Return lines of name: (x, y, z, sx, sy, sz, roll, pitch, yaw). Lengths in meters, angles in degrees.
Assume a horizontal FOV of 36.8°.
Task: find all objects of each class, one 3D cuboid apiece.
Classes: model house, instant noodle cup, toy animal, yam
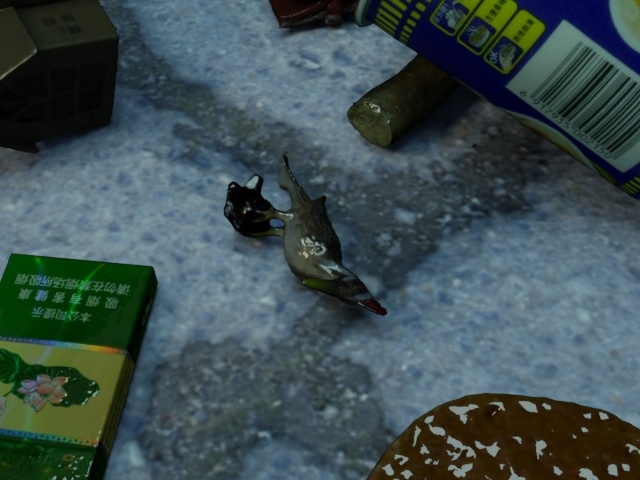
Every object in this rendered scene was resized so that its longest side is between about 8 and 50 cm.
model house: (-0.337, -0.204, 0.889, 0.243, 0.204, 0.211, -18, 58, -27)
instant noodle cup: (0.233, -0.198, 0.827, 0.312, 0.284, 0.284, 41, 62, 2)
toy animal: (-0.011, -0.001, 0.836, 0.105, 0.070, 0.202, -18, 48, -34)
yam: (0.135, -0.185, 0.971, 0.061, 0.061, 0.274, 35, 60, 25)

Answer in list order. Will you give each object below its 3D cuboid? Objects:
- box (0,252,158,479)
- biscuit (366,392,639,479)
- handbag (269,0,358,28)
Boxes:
box: (-0.222, 0.117, 0.772, 0.132, 0.034, 0.235, 6, 54, 6)
biscuit: (0.113, 0.278, 0.617, 0.350, 0.070, 0.394, 21, 56, 20)
handbag: (0.044, -0.365, 1.103, 0.259, 0.084, 0.276, -9, 54, -8)
